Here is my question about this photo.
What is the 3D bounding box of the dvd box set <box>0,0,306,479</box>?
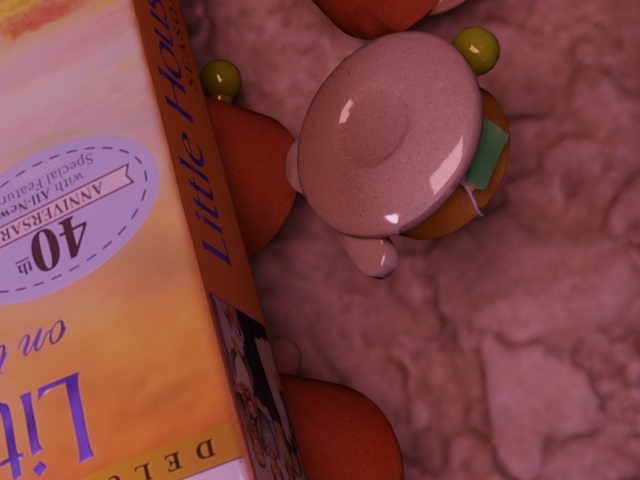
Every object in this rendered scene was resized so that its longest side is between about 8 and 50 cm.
[{"bbox_3d":[-0.195,-0.024,0.716,0.308,0.062,0.420,-23,65,16],"label":"dvd box set"}]

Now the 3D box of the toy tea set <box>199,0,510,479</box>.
[{"bbox_3d":[0.000,0.000,0.739,0.200,0.124,0.336,35,95,42],"label":"toy tea set"}]
